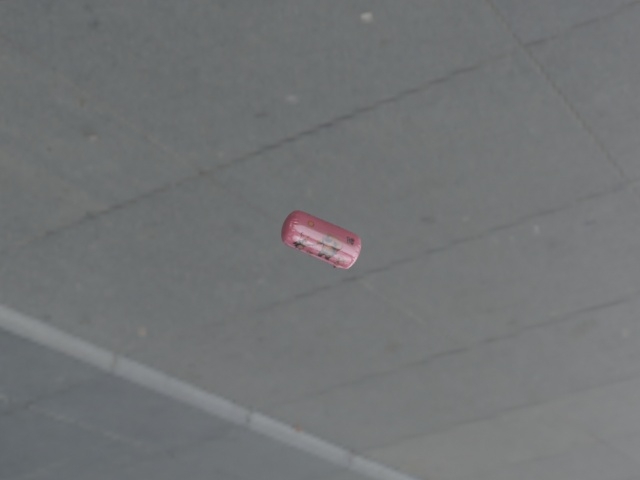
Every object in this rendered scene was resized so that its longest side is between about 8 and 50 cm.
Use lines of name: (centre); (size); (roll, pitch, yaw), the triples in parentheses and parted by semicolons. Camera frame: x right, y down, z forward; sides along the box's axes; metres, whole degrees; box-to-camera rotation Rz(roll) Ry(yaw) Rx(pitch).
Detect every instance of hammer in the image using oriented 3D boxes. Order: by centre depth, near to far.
hammer: (0.000, 0.000, 1.336); (0.083, 0.043, 0.043); (23, 144, -18)
